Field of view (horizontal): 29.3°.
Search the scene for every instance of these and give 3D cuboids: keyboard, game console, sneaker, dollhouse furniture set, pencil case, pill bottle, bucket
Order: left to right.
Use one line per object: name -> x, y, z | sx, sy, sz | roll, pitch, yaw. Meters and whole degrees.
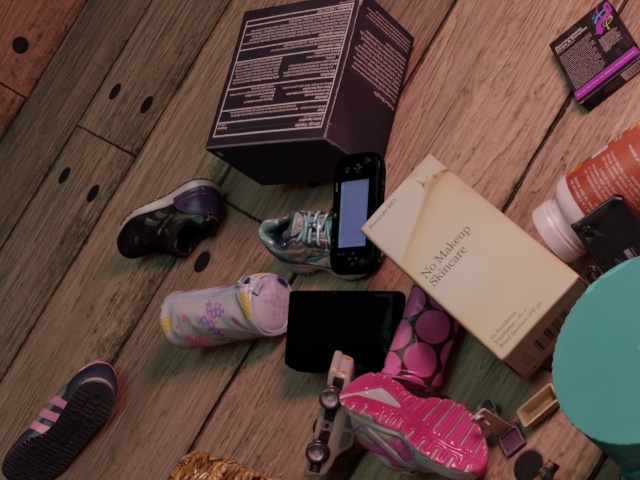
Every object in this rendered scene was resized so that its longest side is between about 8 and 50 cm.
sneaker -> -0.520, 0.368, 2.476 | 0.319, 0.112, 0.131 | -42, 21, 16
sneaker -> -0.320, -0.013, 2.513 | 0.283, 0.107, 0.124 | -31, 49, 32
pencil case -> -0.172, 0.129, 2.207 | 0.273, 0.124, 0.113 | -14, 54, 45
sneaker -> 0.000, 0.000, 2.099 | 0.283, 0.122, 0.110 | -9, 57, 47
game console -> 0.043, 0.037, 1.984 | 0.213, 0.044, 0.361 | -2, 80, 37
sneaker -> 0.140, 0.283, 1.744 | 0.103, 0.111, 0.252 | -35, 39, -28
pencil case -> 0.168, 0.127, 1.837 | 0.095, 0.098, 0.209 | 97, -165, -78
dollhouse furniture set -> 0.257, 0.216, 1.663 | 0.114, 0.081, 0.091 | -44, 38, 18
pill bottle -> 0.402, -0.066, 1.670 | 0.216, 0.121, 0.121 | -38, 40, 25
keyboard -> 0.400, 0.039, 1.600 | 0.108, 0.023, 0.180 | -37, 75, 19
bucket -> 0.420, 0.159, 1.424 | 0.281, 0.183, 0.281 | -30, 44, 33

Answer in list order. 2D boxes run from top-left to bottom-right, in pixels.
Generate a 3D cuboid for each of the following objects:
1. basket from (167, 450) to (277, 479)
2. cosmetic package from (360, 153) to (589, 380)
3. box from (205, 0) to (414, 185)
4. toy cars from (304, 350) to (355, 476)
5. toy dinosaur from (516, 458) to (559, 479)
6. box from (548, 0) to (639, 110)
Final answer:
basket -> -0.211, 0.481, 1.906 | 0.223, 0.213, 0.299 | 4, 67, 50
cosmetic package -> 0.221, 0.035, 1.730 | 0.160, 0.113, 0.309 | -49, 56, 2
box -> -0.020, -0.268, 2.239 | 0.296, 0.182, 0.294 | 0, 66, 40
toy cars -> 0.009, 0.364, 1.831 | 0.176, 0.087, 0.394 | 98, -173, -67
toy dinosaur -> 0.232, 0.354, 1.623 | 0.211, 0.064, 0.112 | -29, 8, 35
box -> 0.428, -0.289, 1.890 | 0.116, 0.029, 0.162 | -39, 41, 23
